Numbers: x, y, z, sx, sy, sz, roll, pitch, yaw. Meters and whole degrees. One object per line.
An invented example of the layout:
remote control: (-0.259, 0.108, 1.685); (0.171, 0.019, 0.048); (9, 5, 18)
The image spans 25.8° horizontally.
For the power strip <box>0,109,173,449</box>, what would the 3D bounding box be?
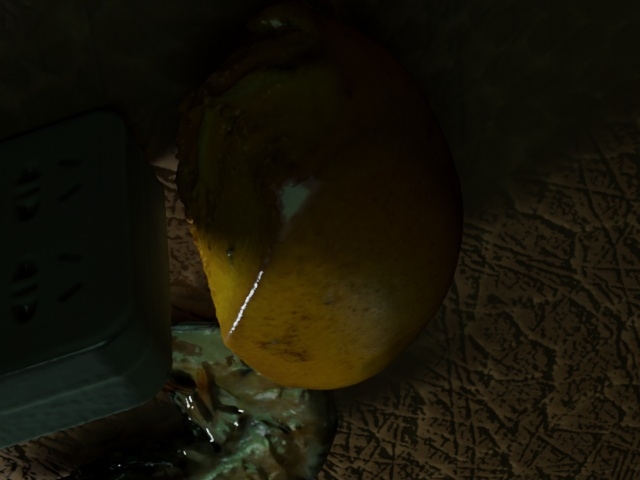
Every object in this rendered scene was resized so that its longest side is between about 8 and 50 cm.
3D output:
power strip: (-0.232, 0.053, 0.989); (0.261, 0.229, 0.141); (-18, 134, 7)

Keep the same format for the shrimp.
shrimp: (-0.166, 0.173, 1.231); (0.365, 0.071, 0.233); (-13, 124, 5)

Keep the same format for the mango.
mango: (0.000, 0.000, 1.011); (0.199, 0.201, 0.350); (12, 146, 20)
